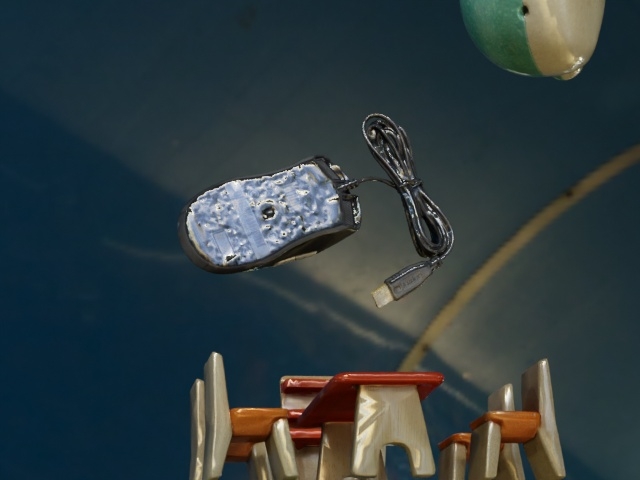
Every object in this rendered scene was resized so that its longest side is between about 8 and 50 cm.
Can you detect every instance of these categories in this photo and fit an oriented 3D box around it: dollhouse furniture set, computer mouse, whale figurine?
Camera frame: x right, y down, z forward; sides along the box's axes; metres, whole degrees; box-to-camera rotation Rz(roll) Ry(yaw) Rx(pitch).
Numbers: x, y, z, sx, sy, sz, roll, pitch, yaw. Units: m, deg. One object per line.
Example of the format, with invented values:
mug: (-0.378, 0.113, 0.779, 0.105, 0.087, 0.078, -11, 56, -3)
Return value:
dollhouse furniture set: (0.024, 0.142, 1.048, 0.262, 0.135, 0.259, 2, -21, -13)
computer mouse: (0.000, 0.000, 1.312, 0.262, 0.184, 0.060, -25, -15, -18)
whale figurine: (0.241, -0.282, 1.460, 0.141, 0.272, 0.216, -1, -67, 24)
